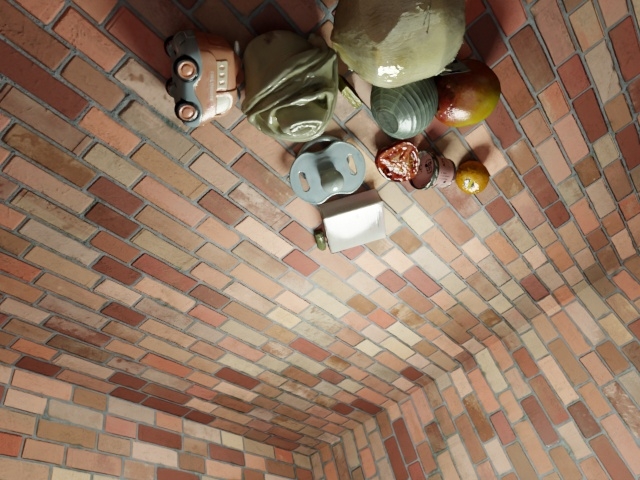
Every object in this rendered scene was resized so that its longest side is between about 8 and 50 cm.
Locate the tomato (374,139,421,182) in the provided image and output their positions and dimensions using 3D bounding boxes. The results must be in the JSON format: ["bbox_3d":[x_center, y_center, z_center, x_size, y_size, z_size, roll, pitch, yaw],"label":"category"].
[{"bbox_3d":[0.286,-0.303,1.847,0.166,0.082,0.174,-26,130,1],"label":"tomato"}]

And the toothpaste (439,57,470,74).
[{"bbox_3d":[0.365,-0.565,1.504,0.096,0.266,0.061,-12,131,-5],"label":"toothpaste"}]

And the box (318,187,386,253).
[{"bbox_3d":[0.133,-0.077,1.991,0.251,0.106,0.203,-16,133,-1],"label":"box"}]

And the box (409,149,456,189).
[{"bbox_3d":[0.437,-0.266,1.889,0.135,0.151,0.151,4,131,-30],"label":"box"}]

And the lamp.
[{"bbox_3d":[0.278,-0.460,1.604,0.233,0.233,0.265,-24,131,5],"label":"lamp"}]

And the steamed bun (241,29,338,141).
[{"bbox_3d":[-0.071,-0.449,1.486,0.309,0.220,0.325,-8,136,-26],"label":"steamed bun"}]

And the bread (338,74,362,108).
[{"bbox_3d":[0.093,-0.490,1.606,0.035,0.095,0.090,-39,131,20],"label":"bread"}]

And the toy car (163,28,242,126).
[{"bbox_3d":[-0.338,-0.476,1.438,0.212,0.181,0.271,-8,133,-23],"label":"toy car"}]

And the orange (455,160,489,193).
[{"bbox_3d":[0.614,-0.258,1.965,0.135,0.118,0.136,21,140,19],"label":"orange"}]

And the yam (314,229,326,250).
[{"bbox_3d":[0.000,0.000,2.063,0.043,0.043,0.094,-14,135,-5],"label":"yam"}]

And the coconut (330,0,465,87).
[{"bbox_3d":[0.201,-0.610,1.354,0.359,0.347,0.347,-9,134,3],"label":"coconut"}]

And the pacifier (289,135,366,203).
[{"bbox_3d":[0.031,-0.242,1.732,0.286,0.226,0.239,-17,116,-3],"label":"pacifier"}]

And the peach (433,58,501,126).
[{"bbox_3d":[0.483,-0.496,1.649,0.230,0.231,0.231,-9,133,-10],"label":"peach"}]
